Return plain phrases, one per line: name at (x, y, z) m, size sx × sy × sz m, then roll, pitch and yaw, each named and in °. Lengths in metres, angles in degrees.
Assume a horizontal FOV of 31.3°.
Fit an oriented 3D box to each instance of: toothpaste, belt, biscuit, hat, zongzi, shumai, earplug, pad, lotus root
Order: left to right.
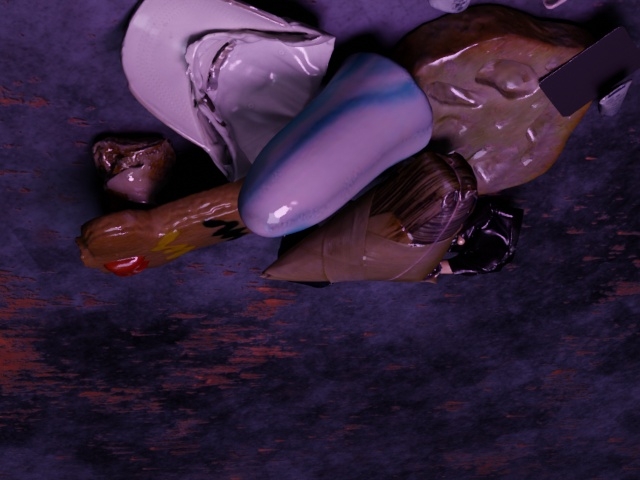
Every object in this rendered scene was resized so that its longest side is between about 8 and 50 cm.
shumai at (-0.298, -0.100, 1.862) m, size 0.146 × 0.116 × 0.145 m, roll -8°, pitch 143°, yaw -7°
biscuit at (-0.201, -0.020, 1.920) m, size 0.394 × 0.076 × 0.368 m, roll -17°, pitch 172°, yaw -2°
hat at (-0.145, -0.259, 1.692) m, size 0.301 × 0.168 × 0.257 m, roll 29°, pitch 108°, yaw -13°
belt at (0.000, 0.000, 2.060) m, size 0.078 × 0.151 × 0.198 m, roll 15°, pitch 133°, yaw -32°
earplug at (0.001, -0.123, 1.693) m, size 0.324 × 0.185 × 0.185 m, roll -42°, pitch 159°, yaw -32°
zongzi at (0.075, -0.023, 1.850) m, size 0.318 × 0.154 × 0.289 m, roll -11°, pitch 151°, yaw -19°
lotus root at (0.284, -0.230, 1.877) m, size 0.375 × 0.111 × 0.390 m, roll -29°, pitch 140°, yaw 15°
pad at (0.433, -0.266, 1.817) m, size 0.157 × 0.003 × 0.112 m, roll -35°, pitch 138°, yaw 15°
toothpaste at (0.487, -0.234, 1.905) m, size 0.062 × 0.037 × 0.216 m, roll -38°, pitch 172°, yaw 8°

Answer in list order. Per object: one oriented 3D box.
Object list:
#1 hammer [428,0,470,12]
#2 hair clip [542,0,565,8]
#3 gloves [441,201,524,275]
hammer at (0.253, -0.398, 1.673) m, size 0.194 × 0.069 × 0.116 m, roll -12°, pitch 145°, yaw -15°
hair clip at (0.444, -0.414, 1.726) m, size 0.226 × 0.034 × 0.072 m, roll -17°, pitch 144°, yaw 5°
gloves at (0.272, -0.004, 2.173) m, size 0.203 × 0.124 × 0.164 m, roll 10°, pitch 121°, yaw 5°
